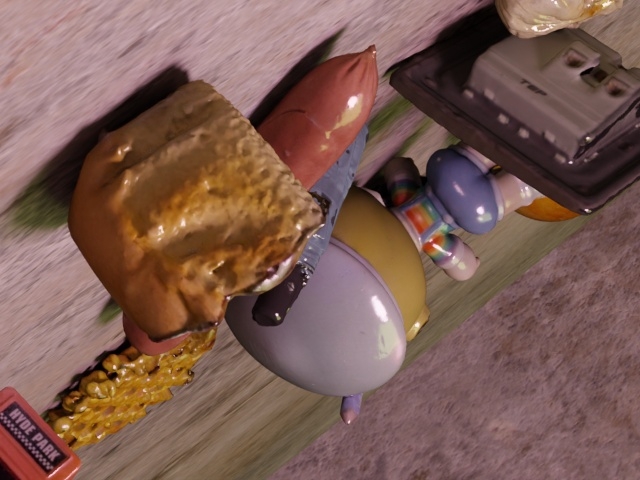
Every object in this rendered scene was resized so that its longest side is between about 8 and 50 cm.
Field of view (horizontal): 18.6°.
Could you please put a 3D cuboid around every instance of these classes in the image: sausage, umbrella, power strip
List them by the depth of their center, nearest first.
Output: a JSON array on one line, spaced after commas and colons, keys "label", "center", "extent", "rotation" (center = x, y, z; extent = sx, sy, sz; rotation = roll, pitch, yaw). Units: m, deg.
[{"label": "sausage", "center": [-0.074, -0.030, 1.837], "extent": [0.088, 0.088, 0.433], "rotation": [-25, 160, -53]}, {"label": "umbrella", "center": [-0.009, -0.025, 1.887], "extent": [0.053, 0.052, 0.250], "rotation": [86, 23, -55]}, {"label": "power strip", "center": [0.242, -0.156, 1.992], "extent": [0.251, 0.257, 0.092], "rotation": [-36, 155, -38]}]

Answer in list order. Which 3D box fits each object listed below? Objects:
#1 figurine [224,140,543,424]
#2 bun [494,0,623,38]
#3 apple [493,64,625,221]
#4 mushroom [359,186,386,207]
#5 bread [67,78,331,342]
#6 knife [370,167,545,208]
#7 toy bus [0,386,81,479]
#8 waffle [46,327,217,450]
[{"label": "figurine", "center": [0.067, -0.017, 2.007], "extent": [0.382, 0.224, 0.205], "rotation": [-48, 178, -8]}, {"label": "bun", "center": [0.249, -0.264, 1.941], "extent": [0.164, 0.111, 0.188], "rotation": [-41, 172, 16]}, {"label": "apple", "center": [0.288, -0.142, 2.370], "extent": [0.237, 0.207, 0.237], "rotation": [-35, -173, 5]}, {"label": "mushroom", "center": [-0.004, 0.002, 2.197], "extent": [0.092, 0.081, 0.223], "rotation": [-27, 177, 35]}, {"label": "bread", "center": [-0.118, -0.042, 1.522], "extent": [0.174, 0.133, 0.251], "rotation": [-37, -148, -5]}, {"label": "knife", "center": [0.161, -0.064, 2.213], "extent": [0.365, 0.043, 0.089], "rotation": [-8, -133, 53]}, {"label": "toy bus", "center": [-0.363, 0.308, 1.873], "extent": [0.233, 0.203, 0.427], "rotation": [-41, 170, -25]}, {"label": "waffle", "center": [-0.212, 0.160, 2.184], "extent": [0.231, 0.051, 0.229], "rotation": [-34, 170, -27]}]
